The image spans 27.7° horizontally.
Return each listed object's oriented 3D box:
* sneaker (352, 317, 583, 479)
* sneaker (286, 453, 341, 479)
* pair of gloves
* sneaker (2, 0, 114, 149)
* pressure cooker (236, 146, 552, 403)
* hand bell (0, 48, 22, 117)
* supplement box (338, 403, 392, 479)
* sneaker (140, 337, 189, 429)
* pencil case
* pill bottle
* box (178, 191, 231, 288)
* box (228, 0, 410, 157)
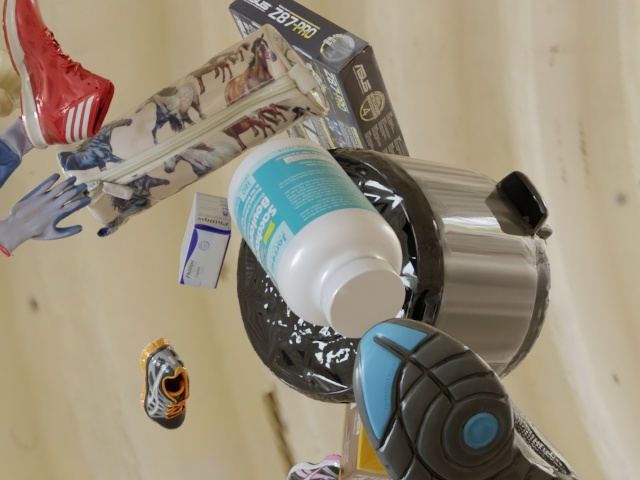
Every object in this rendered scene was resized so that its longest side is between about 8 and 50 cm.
[{"bbox_3d":[0.127,0.181,1.166,0.125,0.139,0.341,-41,-60,1],"label":"sneaker"},{"bbox_3d":[-0.012,0.464,2.468,0.072,0.077,0.178,35,-40,-16],"label":"sneaker"},{"bbox_3d":[-0.406,-0.071,1.740,0.159,0.198,0.023,-41,-4,-31],"label":"pair of gloves"},{"bbox_3d":[-0.340,-0.238,1.733,0.128,0.221,0.087,-7,13,13],"label":"sneaker"},{"bbox_3d":[0.129,0.062,1.928,0.370,0.376,0.420,6,1,42],"label":"pressure cooker"},{"bbox_3d":[-0.585,-0.218,2.275,0.126,0.242,0.126,7,-49,9],"label":"hand bell"},{"bbox_3d":[0.116,0.313,2.211,0.129,0.191,0.194,8,-18,-7],"label":"supplement box"},{"bbox_3d":[-0.274,0.276,2.351,0.084,0.083,0.215,-34,-40,-26],"label":"sneaker"},{"bbox_3d":[-0.187,-0.164,1.911,0.410,0.183,0.160,-28,-65,12],"label":"pencil case"},{"bbox_3d":[0.000,0.000,1.491,0.146,0.264,0.146,-13,-54,-19],"label":"pill bottle"},{"bbox_3d":[-0.212,0.000,2.398,0.072,0.137,0.126,12,-60,-10],"label":"box"},{"bbox_3d":[0.009,-0.276,2.478,0.097,0.318,0.395,-42,-39,-13],"label":"box"}]
